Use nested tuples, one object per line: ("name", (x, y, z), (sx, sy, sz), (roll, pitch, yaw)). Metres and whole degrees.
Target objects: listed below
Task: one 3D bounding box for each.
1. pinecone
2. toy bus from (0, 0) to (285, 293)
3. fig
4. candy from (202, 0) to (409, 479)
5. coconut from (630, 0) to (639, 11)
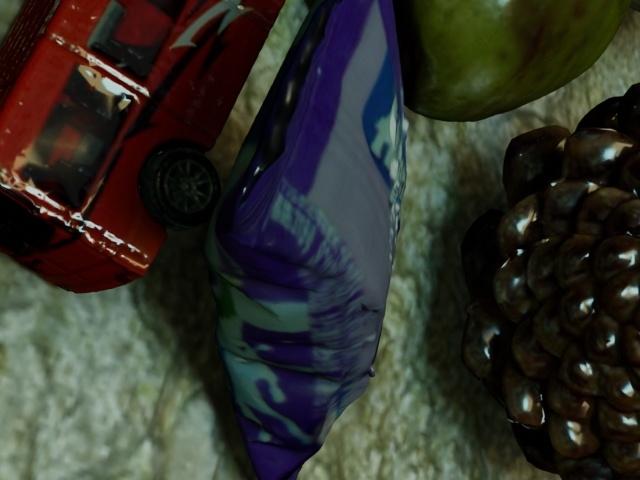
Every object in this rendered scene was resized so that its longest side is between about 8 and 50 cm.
("pinecone", (0.182, 0.038, 0.696), (0.221, 0.221, 0.221), (2, 86, -43))
("toy bus", (-0.070, -0.078, 0.545), (0.089, 0.081, 0.195), (35, 66, -25))
("fig", (0.080, -0.138, 0.635), (0.144, 0.166, 0.154), (50, 17, 11))
("candy", (0.000, 0.000, 0.545), (0.275, 0.070, 0.145), (86, 21, -58))
("coconut", (0.220, -0.218, 0.738), (0.224, 0.224, 0.224), (2, 86, -43))
